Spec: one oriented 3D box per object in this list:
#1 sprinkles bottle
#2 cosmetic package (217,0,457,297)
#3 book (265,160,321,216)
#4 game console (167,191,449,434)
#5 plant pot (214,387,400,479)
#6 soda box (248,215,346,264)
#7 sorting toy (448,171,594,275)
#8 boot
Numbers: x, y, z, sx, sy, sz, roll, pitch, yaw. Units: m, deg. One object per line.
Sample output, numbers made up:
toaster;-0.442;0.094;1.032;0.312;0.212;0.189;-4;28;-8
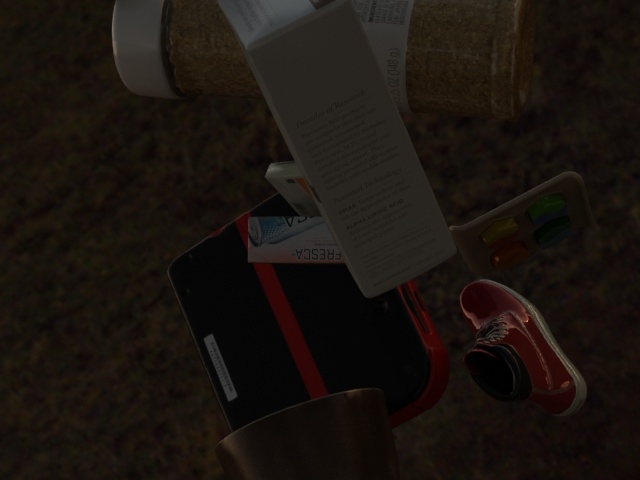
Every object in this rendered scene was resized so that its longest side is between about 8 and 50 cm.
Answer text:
sprinkles bottle;0.002;-0.174;1.099;0.355;0.121;0.121;6;45;16
cosmetic package;0.014;-0.083;0.934;0.085;0.231;0.117;-28;31;0
book;0.013;-0.066;1.632;0.144;0.096;0.035;-3;55;34
game console;-0.024;0.118;1.802;0.342;0.060;0.386;-33;68;22
plant pot;0.012;0.321;1.488;0.215;0.215;0.230;-25;72;17
soda box;0.000;0.000;1.616;0.183;0.058;0.063;0;88;23
sorting toy;0.312;-0.016;1.923;0.208;0.193;0.038;-24;63;7
boot;0.225;0.126;1.663;0.088;0.176;0.244;-55;45;19
